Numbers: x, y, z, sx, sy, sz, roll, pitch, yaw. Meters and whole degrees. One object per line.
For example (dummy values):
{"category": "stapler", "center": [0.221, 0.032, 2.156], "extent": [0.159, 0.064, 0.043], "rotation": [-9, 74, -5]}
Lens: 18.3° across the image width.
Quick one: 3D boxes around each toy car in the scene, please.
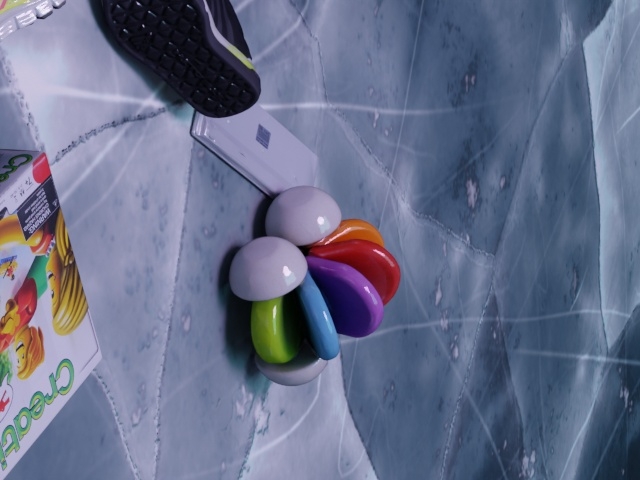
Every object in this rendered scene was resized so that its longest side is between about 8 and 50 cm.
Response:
{"category": "toy car", "center": [0.004, 0.048, 1.907], "extent": [0.182, 0.136, 0.159], "rotation": [-56, 142, -43]}

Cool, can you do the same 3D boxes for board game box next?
{"category": "board game box", "center": [-0.269, 0.092, 1.434], "extent": [0.305, 0.053, 0.193], "rotation": [-54, 141, -48]}

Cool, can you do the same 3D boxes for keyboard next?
{"category": "keyboard", "center": [-0.059, -0.090, 1.907], "extent": [0.256, 0.014, 0.072], "rotation": [39, 54, -61]}

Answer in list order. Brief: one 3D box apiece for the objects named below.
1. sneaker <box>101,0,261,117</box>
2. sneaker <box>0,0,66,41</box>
{"category": "sneaker", "center": [-0.124, -0.195, 1.703], "extent": [0.234, 0.084, 0.097], "rotation": [56, 21, -54]}
{"category": "sneaker", "center": [-0.241, -0.196, 1.420], "extent": [0.208, 0.081, 0.094], "rotation": [-55, 139, -47]}
